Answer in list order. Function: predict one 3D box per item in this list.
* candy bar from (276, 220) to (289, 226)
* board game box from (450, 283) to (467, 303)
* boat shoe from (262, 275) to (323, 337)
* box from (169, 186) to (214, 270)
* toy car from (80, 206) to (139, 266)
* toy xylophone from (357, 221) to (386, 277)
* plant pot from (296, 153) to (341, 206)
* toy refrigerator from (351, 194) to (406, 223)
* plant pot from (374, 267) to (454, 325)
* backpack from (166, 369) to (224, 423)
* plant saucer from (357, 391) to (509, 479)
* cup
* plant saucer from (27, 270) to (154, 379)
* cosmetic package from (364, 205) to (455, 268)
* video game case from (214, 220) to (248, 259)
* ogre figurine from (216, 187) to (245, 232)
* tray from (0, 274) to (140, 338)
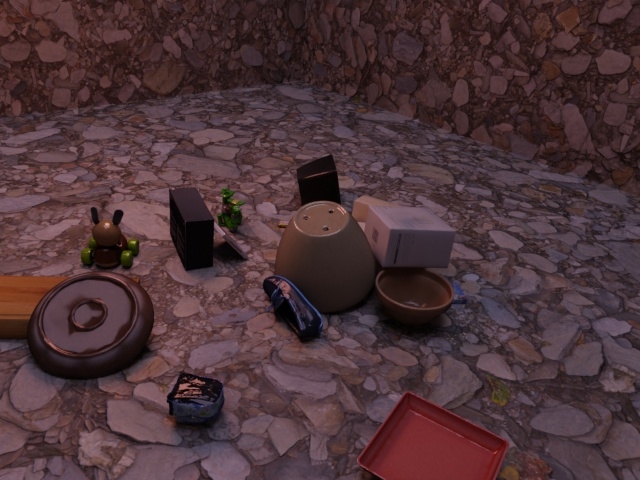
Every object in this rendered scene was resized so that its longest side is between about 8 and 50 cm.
[{"bbox_3d":[-0.088,-0.059,2.072,0.161,0.018,0.040,4,26,-2],"label":"candy bar"},{"bbox_3d":[0.421,0.173,1.749,0.089,0.020,0.090,0,30,-8],"label":"board game box"},{"bbox_3d":[-0.099,0.184,1.551,0.089,0.109,0.258,-21,37,-34],"label":"boat shoe"},{"bbox_3d":[-0.442,-0.048,1.818,0.103,0.185,0.261,-9,33,-23],"label":"box"},{"bbox_3d":[-0.684,-0.023,1.725,0.154,0.189,0.149,3,29,-5],"label":"toy car"},{"bbox_3d":[0.208,0.026,1.908,0.236,0.081,0.323,10,29,7],"label":"toy xylophone"},{"bbox_3d":[-0.010,-0.233,2.250,0.166,0.188,0.187,-9,30,0],"label":"plant pot"},{"bbox_3d":[0.268,-0.092,2.124,0.269,0.094,0.102,19,25,21],"label":"toy refrigerator"},{"bbox_3d":[0.276,0.181,1.618,0.237,0.110,0.237,5,29,-3],"label":"plant pot"},{"bbox_3d":[-0.278,0.362,1.219,0.114,0.084,0.105,5,28,6],"label":"backpack"},{"bbox_3d":[0.246,0.472,1.158,0.258,0.048,0.259,22,34,26],"label":"plant saucer"},{"bbox_3d":[0.008,0.019,1.649,0.330,0.237,0.331,-3,41,2],"label":"cup"},{"bbox_3d":[-0.589,0.199,1.368,0.310,0.050,0.311,5,53,-7],"label":"plant saucer"},{"bbox_3d":[0.283,-0.015,1.744,0.224,0.138,0.224,2,22,-15],"label":"cosmetic package"},{"bbox_3d":[-0.326,-0.013,1.842,0.019,0.143,0.157,-44,44,-5],"label":"video game case"},{"bbox_3d":[-0.343,-0.112,2.019,0.096,0.118,0.197,-16,37,-41],"label":"ogre figurine"},{"bbox_3d":[-0.729,0.179,1.477,0.410,0.076,0.203,2,30,-8],"label":"tray"}]
